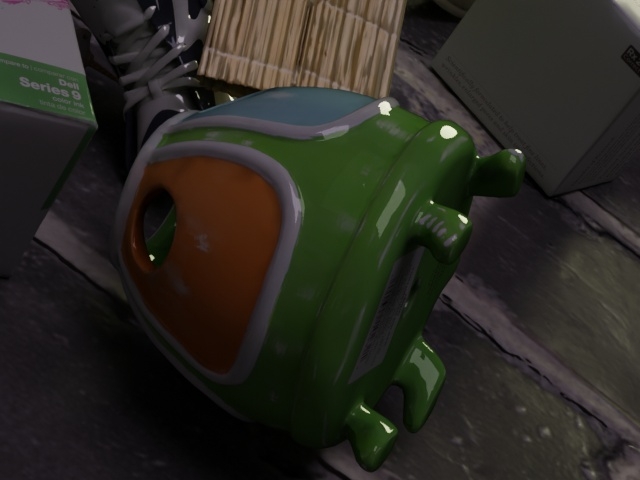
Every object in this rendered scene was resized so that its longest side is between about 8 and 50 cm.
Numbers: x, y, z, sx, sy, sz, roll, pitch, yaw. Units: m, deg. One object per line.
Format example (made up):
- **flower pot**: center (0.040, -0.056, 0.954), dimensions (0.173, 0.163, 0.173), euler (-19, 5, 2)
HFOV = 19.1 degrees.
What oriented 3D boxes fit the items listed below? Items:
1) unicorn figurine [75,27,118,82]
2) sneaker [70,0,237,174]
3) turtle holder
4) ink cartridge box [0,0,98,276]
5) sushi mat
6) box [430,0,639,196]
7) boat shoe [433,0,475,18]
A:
- **unicorn figurine**: center (-0.231, -0.174, 1.438), dimensions (0.162, 0.111, 0.060), euler (-5, 28, -16)
- **sneaker**: center (-0.118, -0.120, 1.411), dimensions (0.235, 0.094, 0.153), euler (55, 23, -48)
- **turtle holder**: center (0.001, -0.011, 1.307), dimensions (0.227, 0.243, 0.320), euler (23, 43, 12)
- **ink cartridge box**: center (-0.235, -0.106, 1.292), dimensions (0.093, 0.154, 0.212), euler (10, 42, -31)
- **sushi mat**: center (0.004, -0.232, 1.464), dimensions (0.151, 0.019, 0.316), euler (19, 63, -15)
- **box**: center (0.231, -0.169, 1.724), dimensions (0.119, 0.182, 0.181), euler (-14, 58, -49)
- **boat shoe**: center (0.186, -0.288, 1.888), dimensions (0.324, 0.116, 0.096), euler (-1, 44, -45)
